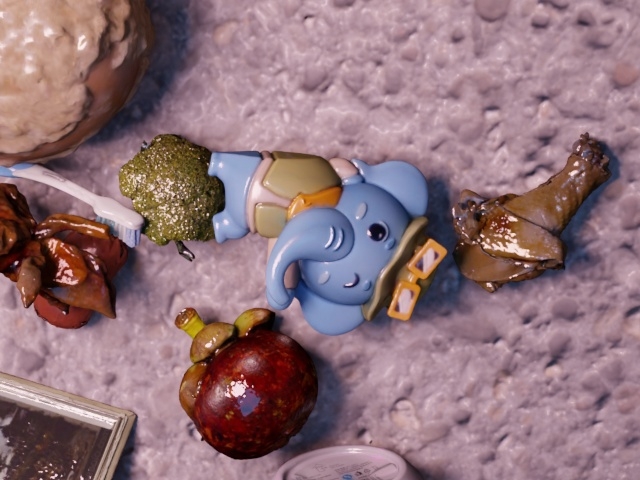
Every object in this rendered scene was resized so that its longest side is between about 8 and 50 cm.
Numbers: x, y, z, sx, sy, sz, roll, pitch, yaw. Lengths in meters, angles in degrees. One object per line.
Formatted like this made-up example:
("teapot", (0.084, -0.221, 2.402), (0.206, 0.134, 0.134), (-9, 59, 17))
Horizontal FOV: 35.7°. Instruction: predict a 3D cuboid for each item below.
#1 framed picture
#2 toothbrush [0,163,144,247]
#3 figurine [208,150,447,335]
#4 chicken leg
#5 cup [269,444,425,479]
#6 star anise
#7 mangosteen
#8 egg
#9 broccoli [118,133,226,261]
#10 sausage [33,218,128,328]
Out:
("framed picture", (-0.369, 0.297, 1.132), (0.232, 0.019, 0.296), (16, 61, 2))
("toothbrush", (-0.354, -0.091, 1.089), (0.386, 0.040, 0.040), (26, 104, 15))
("figurine", (0.000, -0.002, 1.052), (0.262, 0.154, 0.180), (12, 71, -9))
("chicken leg", (0.233, -0.023, 1.074), (0.196, 0.080, 0.125), (-26, 86, 10))
("cup", (0.038, 0.406, 1.114), (0.212, 0.212, 0.317), (-4, 101, 7))
("star anise", (-0.315, 0.004, 1.038), (0.212, 0.196, 0.111), (25, 86, -37))
("mangosteen", (-0.092, 0.160, 1.122), (0.181, 0.156, 0.146), (27, 133, 28))
("egg", (-0.316, -0.204, 0.998), (0.310, 0.279, 0.279), (0, 103, 25))
("broccoli", (-0.159, -0.051, 1.092), (0.131, 0.130, 0.120), (39, 141, -17))
("sausage", (-0.278, 0.041, 1.140), (0.076, 0.076, 0.141), (35, 104, -2))
